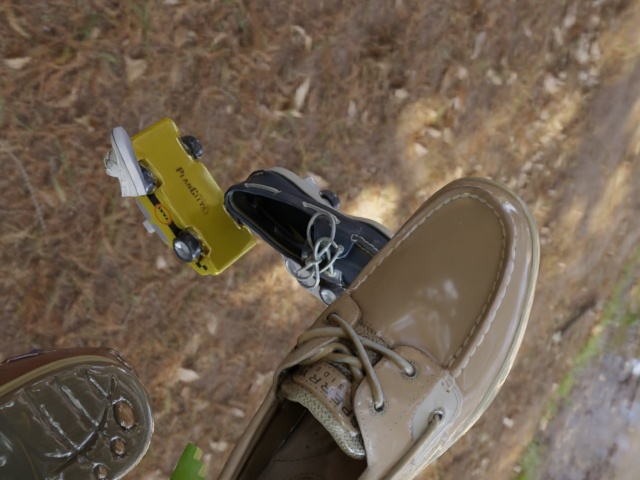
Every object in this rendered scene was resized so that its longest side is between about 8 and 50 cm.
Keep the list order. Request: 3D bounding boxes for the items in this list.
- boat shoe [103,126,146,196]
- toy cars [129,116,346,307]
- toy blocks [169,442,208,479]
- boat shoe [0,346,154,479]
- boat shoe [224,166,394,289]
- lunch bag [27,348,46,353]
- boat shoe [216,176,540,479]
[{"bbox_3d":[-0.210,-0.080,0.918,0.035,0.035,0.100,-13,149,-4],"label":"boat shoe"},{"bbox_3d":[-0.087,-0.012,1.095,0.393,0.087,0.177,21,60,-32],"label":"toy cars"},{"bbox_3d":[-0.090,0.426,0.823,0.191,0.260,0.381,94,20,-70],"label":"toy blocks"},{"bbox_3d":[-0.154,0.086,0.337,0.177,0.060,0.064,-18,105,-15],"label":"boat shoe"},{"bbox_3d":[0.000,0.000,0.957,0.079,0.254,0.095,-24,144,-45],"label":"boat shoe"},{"bbox_3d":[-0.188,0.122,0.600,0.067,0.065,0.098,21,89,-13],"label":"lunch bag"},{"bbox_3d":[0.030,0.104,0.575,0.341,0.121,0.110,-60,152,1],"label":"boat shoe"}]
